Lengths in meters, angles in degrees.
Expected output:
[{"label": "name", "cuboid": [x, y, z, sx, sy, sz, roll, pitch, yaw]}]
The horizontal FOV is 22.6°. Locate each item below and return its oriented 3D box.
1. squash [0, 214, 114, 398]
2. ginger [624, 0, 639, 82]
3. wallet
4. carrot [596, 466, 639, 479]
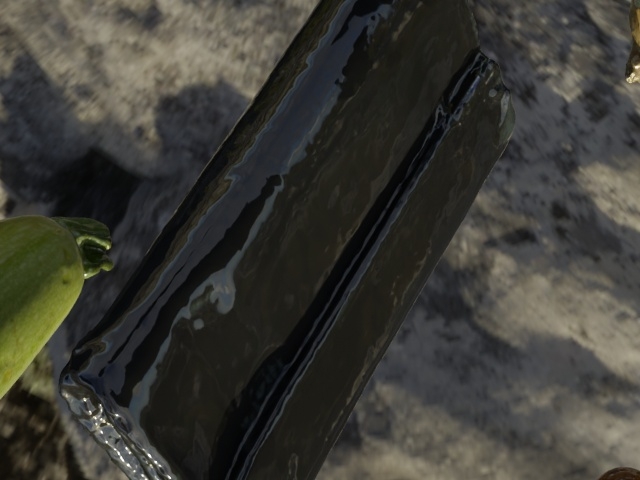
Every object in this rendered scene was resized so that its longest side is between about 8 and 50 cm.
[{"label": "squash", "cuboid": [-0.251, 0.041, 1.163, 0.137, 0.287, 0.137, 14, 130, 18]}, {"label": "ginger", "cuboid": [0.215, -0.139, 1.004, 0.044, 0.057, 0.137, 4, 137, 16]}, {"label": "wallet", "cuboid": [0.001, 0.000, 1.047, 0.062, 0.406, 0.228, 9, 146, 38]}, {"label": "carrot", "cuboid": [0.210, 0.195, 1.053, 0.048, 0.216, 0.048, -7, 64, 15]}]
